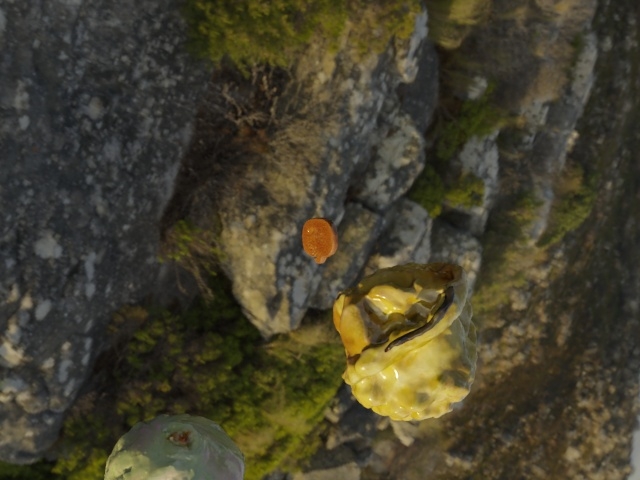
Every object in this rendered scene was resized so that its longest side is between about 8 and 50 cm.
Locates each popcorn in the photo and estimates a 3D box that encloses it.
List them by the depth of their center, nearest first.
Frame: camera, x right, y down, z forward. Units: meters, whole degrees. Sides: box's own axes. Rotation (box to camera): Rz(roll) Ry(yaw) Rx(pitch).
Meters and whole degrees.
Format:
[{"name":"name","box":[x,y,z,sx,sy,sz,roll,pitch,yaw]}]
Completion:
[{"name":"popcorn","box":[0.195,0.198,1.491,0.349,0.349,0.381,-49,171,-26]}]

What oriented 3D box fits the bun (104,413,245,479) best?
[{"name":"bun","box":[-0.302,0.454,1.454,0.293,0.293,0.187,-30,132,-47]}]

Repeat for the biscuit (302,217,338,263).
[{"name":"biscuit","box":[0.000,0.000,1.189,0.015,0.091,0.078,-6,98,-35]}]
